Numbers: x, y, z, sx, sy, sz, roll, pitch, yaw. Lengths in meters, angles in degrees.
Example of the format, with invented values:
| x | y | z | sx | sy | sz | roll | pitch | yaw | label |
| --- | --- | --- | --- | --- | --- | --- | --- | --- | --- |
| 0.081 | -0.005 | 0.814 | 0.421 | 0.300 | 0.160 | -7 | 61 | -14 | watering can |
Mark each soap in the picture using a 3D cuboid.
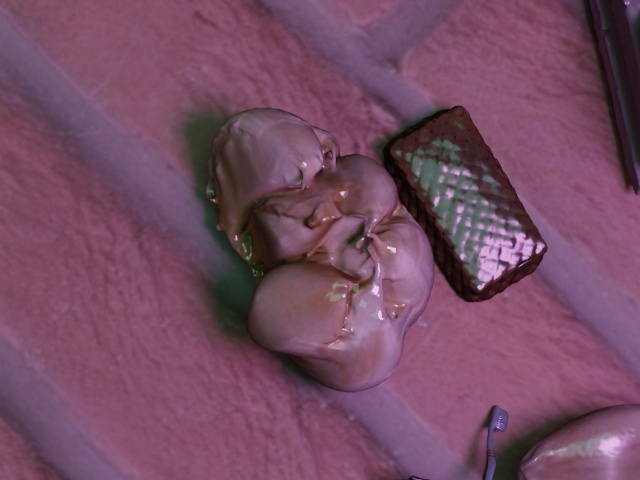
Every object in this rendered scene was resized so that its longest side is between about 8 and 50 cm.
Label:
| x | y | z | sx | sy | sz | roll | pitch | yaw | label |
| --- | --- | --- | --- | --- | --- | --- | --- | --- | --- |
| 0.369 | -0.223 | 1.477 | 0.159 | 0.258 | 0.302 | -13 | 83 | -6 | soap |

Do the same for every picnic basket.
| x | y | z | sx | sy | sz | roll | pitch | yaw | label |
| --- | --- | --- | --- | --- | --- | --- | --- | --- | --- |
| 0.147 | -0.038 | 1.535 | 0.110 | 0.055 | 0.193 | -30 | 88 | -8 | picnic basket |

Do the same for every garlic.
| x | y | z | sx | sy | sz | roll | pitch | yaw | label |
| --- | --- | --- | --- | --- | --- | --- | --- | --- | --- |
| 0.016 | 0.003 | 1.447 | 0.185 | 0.203 | 0.281 | -6 | 79 | -25 | garlic |
| 0.340 | 0.240 | 1.485 | 0.318 | 0.112 | 0.143 | 23 | 92 | -9 | garlic |

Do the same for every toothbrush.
| x | y | z | sx | sy | sz | roll | pitch | yaw | label |
| --- | --- | --- | --- | --- | --- | --- | --- | --- | --- |
| 0.164 | 0.230 | 1.462 | 0.019 | 0.013 | 0.193 | 26 | 40 | -9 | toothbrush |

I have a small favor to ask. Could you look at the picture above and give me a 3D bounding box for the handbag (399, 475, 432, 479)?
| x | y | z | sx | sy | sz | roll | pitch | yaw | label |
| --- | --- | --- | --- | --- | --- | --- | --- | --- | --- |
| 0.132 | 0.352 | 1.471 | 0.203 | 0.074 | 0.216 | 17 | 83 | -2 | handbag |
